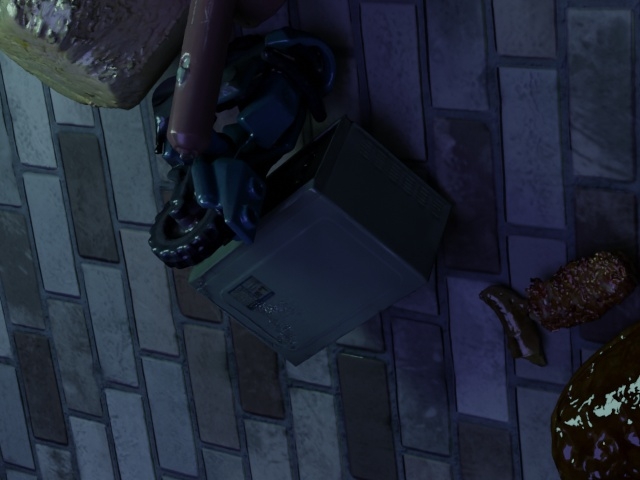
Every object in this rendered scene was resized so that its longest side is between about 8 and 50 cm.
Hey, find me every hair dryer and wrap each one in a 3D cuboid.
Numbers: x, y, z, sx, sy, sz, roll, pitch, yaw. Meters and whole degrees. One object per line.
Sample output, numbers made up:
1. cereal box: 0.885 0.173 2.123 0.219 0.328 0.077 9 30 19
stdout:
1. hair dryer: -0.156 -0.268 1.793 0.125 0.210 0.352 -14 60 42

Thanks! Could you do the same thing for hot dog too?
1. hot dog: 0.478 0.222 1.797 0.388 0.174 0.267 -30 96 36

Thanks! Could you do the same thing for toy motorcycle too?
1. toy motorcycle: -0.102 -0.147 1.894 0.232 0.416 0.172 -18 130 30

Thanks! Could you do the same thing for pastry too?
1. pastry: 0.348 0.064 1.879 0.169 0.063 0.087 -28 86 45

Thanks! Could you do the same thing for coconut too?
1. coconut: -0.293 -0.364 1.967 0.298 0.309 0.297 29 166 8

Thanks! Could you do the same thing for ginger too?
1. ginger: 0.271 0.120 1.970 0.057 0.044 0.137 -18 99 57

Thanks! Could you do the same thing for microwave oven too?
1. microwave oven: 0.000 0.000 1.982 0.237 0.181 0.295 38 134 -17
